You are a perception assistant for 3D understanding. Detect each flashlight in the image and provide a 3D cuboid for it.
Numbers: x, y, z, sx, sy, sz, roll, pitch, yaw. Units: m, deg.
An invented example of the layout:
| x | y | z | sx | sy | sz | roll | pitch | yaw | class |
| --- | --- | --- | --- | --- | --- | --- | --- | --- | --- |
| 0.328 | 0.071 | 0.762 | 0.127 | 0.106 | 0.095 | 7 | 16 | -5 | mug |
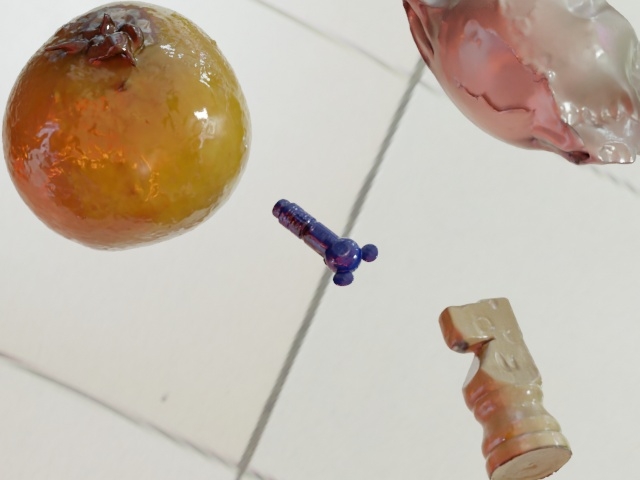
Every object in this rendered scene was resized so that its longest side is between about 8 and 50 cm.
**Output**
| x | y | z | sx | sy | sz | roll | pitch | yaw | class |
| --- | --- | --- | --- | --- | --- | --- | --- | --- | --- |
| 0.000 | 0.000 | 1.844 | 0.121 | 0.035 | 0.057 | 37 | 72 | 28 | flashlight |

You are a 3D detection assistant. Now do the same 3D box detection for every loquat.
| x | y | z | sx | sy | sz | roll | pitch | yaw | class |
| --- | --- | --- | --- | --- | --- | --- | --- | --- | --- |
| -0.205 | -0.129 | 2.004 | 0.274 | 0.275 | 0.275 | 7 | 65 | -14 | loquat |

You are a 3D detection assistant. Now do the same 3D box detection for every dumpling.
| x | y | z | sx | sy | sz | roll | pitch | yaw | class |
| --- | --- | --- | --- | --- | --- | --- | --- | --- | --- |
| 0.136 | -0.121 | 1.121 | 0.127 | 0.108 | 0.188 | -35 | 64 | -29 | dumpling |

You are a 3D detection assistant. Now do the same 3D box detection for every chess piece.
| x | y | z | sx | sy | sz | roll | pitch | yaw | class |
| --- | --- | --- | --- | --- | --- | --- | --- | --- | --- |
| 0.188 | 0.149 | 1.928 | 0.090 | 0.090 | 0.200 | -6 | 57 | -19 | chess piece |
